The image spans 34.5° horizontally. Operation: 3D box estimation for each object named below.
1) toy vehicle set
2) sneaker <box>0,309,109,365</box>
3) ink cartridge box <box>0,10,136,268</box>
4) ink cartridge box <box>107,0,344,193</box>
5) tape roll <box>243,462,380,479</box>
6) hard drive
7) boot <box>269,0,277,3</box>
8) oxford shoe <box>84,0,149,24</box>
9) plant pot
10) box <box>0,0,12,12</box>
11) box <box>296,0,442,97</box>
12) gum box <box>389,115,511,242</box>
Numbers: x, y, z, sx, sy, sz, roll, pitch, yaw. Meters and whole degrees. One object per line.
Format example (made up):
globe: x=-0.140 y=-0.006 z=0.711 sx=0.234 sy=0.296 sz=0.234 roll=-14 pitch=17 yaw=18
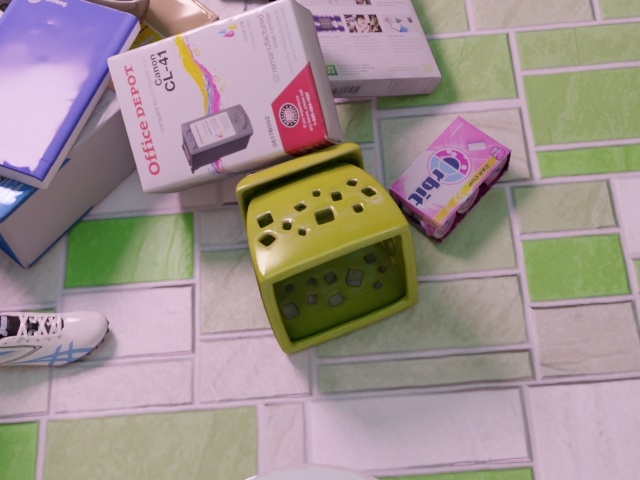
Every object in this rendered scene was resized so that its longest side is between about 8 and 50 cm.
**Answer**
toy vehicle set: x=-0.328 y=-0.351 z=1.830 sx=0.267 sy=0.035 sz=0.166 roll=-42 pitch=67 yaw=-16
sneaker: x=-0.440 y=0.143 z=1.558 sx=0.237 sy=0.086 sz=0.085 roll=-8 pitch=61 yaw=-1
ink cartridge box: x=-0.531 y=-0.191 z=1.690 sx=0.395 sy=0.166 sz=0.285 roll=35 pitch=70 yaw=20
ink cartridge box: x=-0.142 y=-0.214 z=1.579 sx=0.306 sy=0.131 sz=0.226 roll=-16 pitch=90 yaw=13
tape roll: x=-0.013 y=0.489 z=1.353 sx=0.391 sy=0.072 sz=0.392 roll=-2 pitch=62 yaw=4
hard drive: x=-0.443 y=-0.245 z=1.595 sx=0.210 sy=0.040 sz=0.319 roll=18 pitch=65 yaw=12
boot: x=-0.114 y=-0.447 z=1.841 sx=0.178 sy=0.085 sz=0.237 roll=-3 pitch=63 yaw=8
oxford shoe: x=-0.458 y=-0.491 z=1.714 sx=0.396 sy=0.146 sz=0.141 roll=25 pitch=76 yaw=-16
plant pot: x=0.000 y=0.000 z=1.524 sx=0.227 sy=0.228 sz=0.207 roll=-20 pitch=57 yaw=-5
box: x=-0.628 y=-0.440 z=1.816 sx=0.087 sy=0.169 sz=0.290 roll=37 pitch=66 yaw=17
box: x=0.049 y=-0.387 z=1.750 sx=0.232 sy=0.058 sz=0.322 roll=-6 pitch=65 yaw=-26
gum box: x=0.202 y=-0.095 z=1.641 sx=0.107 sy=0.062 sz=0.188 roll=37 pitch=71 yaw=21
